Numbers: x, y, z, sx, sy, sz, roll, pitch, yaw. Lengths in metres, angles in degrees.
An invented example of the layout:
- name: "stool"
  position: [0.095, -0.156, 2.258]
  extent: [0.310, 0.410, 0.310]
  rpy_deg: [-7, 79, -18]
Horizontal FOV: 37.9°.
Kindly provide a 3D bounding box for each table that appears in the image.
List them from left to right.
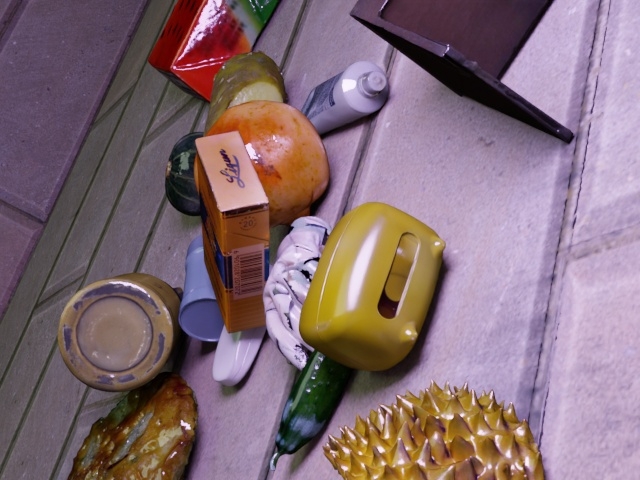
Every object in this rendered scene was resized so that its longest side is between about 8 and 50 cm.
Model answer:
- name: "table"
  position: [0.215, -0.283, 1.034]
  extent: [0.251, 0.196, 0.282]
  rpy_deg: [-56, 26, 7]

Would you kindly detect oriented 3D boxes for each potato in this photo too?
- name: "potato"
  position: [-0.138, -0.226, 1.731]
  extent: [0.176, 0.141, 0.298]
  rpy_deg: [129, 151, -52]

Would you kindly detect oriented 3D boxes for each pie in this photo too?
- name: "pie"
  position: [-0.294, 0.357, 1.411]
  extent: [0.354, 0.103, 0.288]
  rpy_deg: [-41, 29, 23]

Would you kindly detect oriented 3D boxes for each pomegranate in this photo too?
- name: "pomegranate"
  position: [-0.091, -0.112, 1.422]
  extent: [0.209, 0.209, 0.209]
  rpy_deg: [-44, 28, 32]

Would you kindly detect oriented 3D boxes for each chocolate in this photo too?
- name: "chocolate"
  position: [-0.263, -0.520, 2.272]
  extent: [0.341, 0.161, 0.360]
  rpy_deg: [-62, 24, 3]

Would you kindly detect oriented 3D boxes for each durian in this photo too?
- name: "durian"
  position: [0.105, 0.201, 0.805]
  extent: [0.186, 0.154, 0.260]
  rpy_deg: [-41, 26, -19]

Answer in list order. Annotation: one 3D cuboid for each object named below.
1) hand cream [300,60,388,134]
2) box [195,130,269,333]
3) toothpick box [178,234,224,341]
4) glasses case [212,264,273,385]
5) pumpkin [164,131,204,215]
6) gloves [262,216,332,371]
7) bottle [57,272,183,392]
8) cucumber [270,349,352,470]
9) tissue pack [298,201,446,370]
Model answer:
- name: "hand cream"
  position: [0.024, -0.221, 1.507]
  extent: [0.124, 0.077, 0.340]
  rpy_deg: [-66, 17, -11]
- name: "box"
  position: [-0.119, -0.008, 1.273]
  extent: [0.237, 0.070, 0.152]
  rpy_deg: [95, 159, -43]
- name: "toothpick box"
  position: [-0.171, 0.074, 1.492]
  extent: [0.101, 0.101, 0.153]
  rpy_deg: [-44, 30, 32]
- name: "glasses case"
  position: [-0.109, 0.123, 1.377]
  extent: [0.074, 0.049, 0.194]
  rpy_deg: [-23, 42, 54]
- name: "pumpkin"
  position: [-0.243, -0.130, 1.836]
  extent: [0.167, 0.125, 0.167]
  rpy_deg: [-166, 90, -85]
- name: "gloves"
  position: [-0.025, 0.073, 1.205]
  extent: [0.127, 0.111, 0.212]
  rpy_deg: [-38, 25, 36]
- name: "bottle"
  position: [-0.307, 0.139, 1.535]
  extent: [0.172, 0.171, 0.351]
  rpy_deg: [-60, 2, -1]
- name: "cucumber"
  position: [0.005, 0.160, 1.107]
  extent: [0.250, 0.056, 0.056]
  rpy_deg: [-64, 24, -9]
- name: "tissue pack"
  position: [0.061, 0.049, 1.033]
  extent: [0.127, 0.123, 0.178]
  rpy_deg: [-24, 42, 59]
